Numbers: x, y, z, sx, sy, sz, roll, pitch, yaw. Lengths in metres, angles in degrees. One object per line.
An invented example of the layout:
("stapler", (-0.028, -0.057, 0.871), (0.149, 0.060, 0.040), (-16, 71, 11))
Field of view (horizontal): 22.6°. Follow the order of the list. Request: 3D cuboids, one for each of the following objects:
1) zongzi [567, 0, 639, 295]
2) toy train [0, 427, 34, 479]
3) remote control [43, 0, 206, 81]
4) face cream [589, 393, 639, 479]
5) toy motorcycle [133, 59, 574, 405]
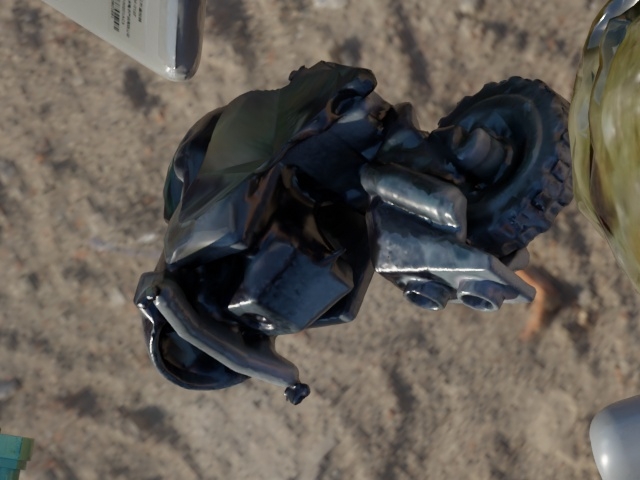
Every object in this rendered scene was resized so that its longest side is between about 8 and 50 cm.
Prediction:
("zongzi", (0.139, -0.107, 0.238), (0.286, 0.134, 0.288), (170, 100, -72))
("toy train", (-0.221, 0.171, 1.077), (0.045, 0.029, 0.092), (6, 81, 15))
("remote control", (-0.145, -0.162, 0.839), (0.261, 0.029, 0.067), (34, 131, 35))
("face cream", (0.374, 0.125, 1.161), (0.336, 0.080, 0.163), (-20, 143, 19))
("toy motorcycle", (0.000, 0.000, 0.745), (0.106, 0.159, 0.270), (35, 159, -36))
